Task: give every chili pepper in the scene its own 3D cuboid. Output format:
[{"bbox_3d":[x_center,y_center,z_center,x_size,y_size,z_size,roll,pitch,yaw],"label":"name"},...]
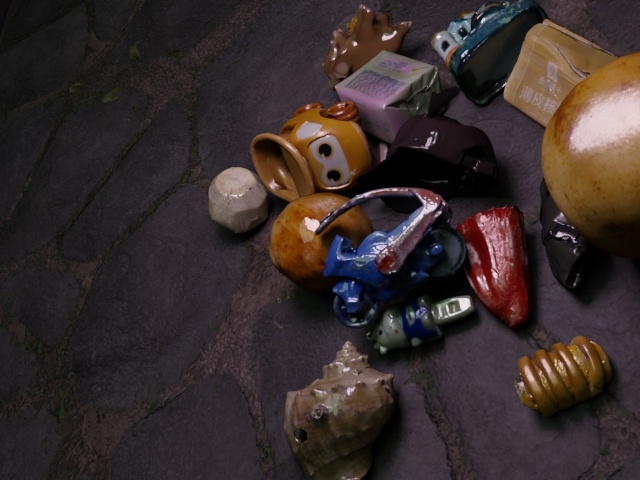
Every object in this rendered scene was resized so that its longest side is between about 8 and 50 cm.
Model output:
[{"bbox_3d":[0.356,0.064,1.682,0.144,0.136,0.252,-4,63,2],"label":"chili pepper"}]

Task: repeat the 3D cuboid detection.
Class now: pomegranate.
[{"bbox_3d":[0.597,-0.130,1.446,0.417,0.417,0.416,-18,52,25],"label":"pomegranate"},{"bbox_3d":[0.000,0.000,1.886,0.248,0.248,0.248,-18,52,25],"label":"pomegranate"}]

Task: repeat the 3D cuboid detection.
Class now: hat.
[{"bbox_3d":[0.244,-0.209,1.860,0.336,0.238,0.209,-12,56,41],"label":"hat"}]

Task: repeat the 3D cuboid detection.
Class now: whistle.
[{"bbox_3d":[0.203,0.166,1.724,0.244,0.092,0.110,-20,58,23],"label":"whistle"}]

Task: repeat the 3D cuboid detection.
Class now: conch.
[{"bbox_3d":[0.015,0.365,1.678,0.263,0.186,0.324,-13,51,50],"label":"conch"}]

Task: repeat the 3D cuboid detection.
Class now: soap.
[{"bbox_3d":[0.175,-0.352,2.036,0.182,0.138,0.199,-39,43,-19],"label":"soap"}]

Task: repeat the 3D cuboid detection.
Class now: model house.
[{"bbox_3d":[0.388,-0.499,1.992,0.253,0.184,0.291,-41,41,11],"label":"model house"}]

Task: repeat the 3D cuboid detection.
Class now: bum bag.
[{"bbox_3d":[0.483,-0.048,1.651,0.080,0.142,0.326,6,56,-5],"label":"bum bag"}]

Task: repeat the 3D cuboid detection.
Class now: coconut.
[{"bbox_3d":[-0.214,-0.098,2.160,0.161,0.162,0.161,-2,48,2],"label":"coconut"}]

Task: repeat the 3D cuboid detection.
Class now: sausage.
[{"bbox_3d":[0.159,-0.195,2.039,0.034,0.034,0.253,-18,53,25],"label":"sausage"}]

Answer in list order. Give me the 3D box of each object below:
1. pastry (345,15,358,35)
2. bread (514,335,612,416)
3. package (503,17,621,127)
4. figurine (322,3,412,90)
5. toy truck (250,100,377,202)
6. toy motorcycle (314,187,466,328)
[{"bbox_3d":[0.126,-0.579,2.309,0.080,0.056,0.140,-39,52,18],"label":"pastry"},{"bbox_3d":[0.441,0.244,1.513,0.177,0.084,0.119,-28,49,12],"label":"bread"},{"bbox_3d":[0.552,-0.348,1.775,0.221,0.165,0.311,-43,45,3],"label":"package"},{"bbox_3d":[0.108,-0.502,2.177,0.173,0.177,0.247,-98,28,-63],"label":"figurine"},{"bbox_3d":[-0.013,-0.212,2.015,0.212,0.204,0.288,-36,29,-28],"label":"toy truck"},{"bbox_3d":[0.137,0.018,1.729,0.319,0.182,0.241,-31,54,8],"label":"toy motorcycle"}]
